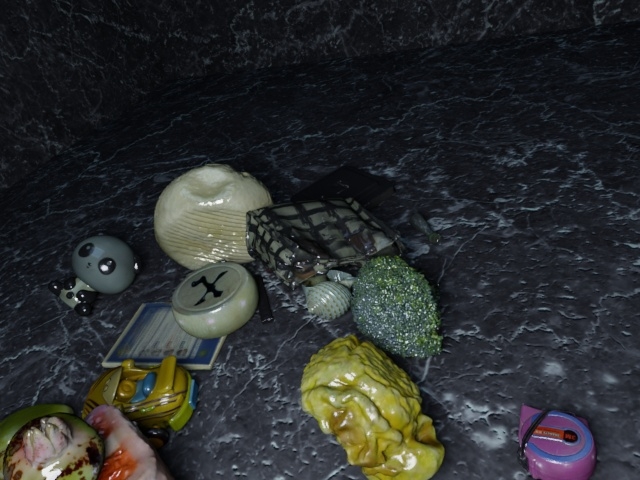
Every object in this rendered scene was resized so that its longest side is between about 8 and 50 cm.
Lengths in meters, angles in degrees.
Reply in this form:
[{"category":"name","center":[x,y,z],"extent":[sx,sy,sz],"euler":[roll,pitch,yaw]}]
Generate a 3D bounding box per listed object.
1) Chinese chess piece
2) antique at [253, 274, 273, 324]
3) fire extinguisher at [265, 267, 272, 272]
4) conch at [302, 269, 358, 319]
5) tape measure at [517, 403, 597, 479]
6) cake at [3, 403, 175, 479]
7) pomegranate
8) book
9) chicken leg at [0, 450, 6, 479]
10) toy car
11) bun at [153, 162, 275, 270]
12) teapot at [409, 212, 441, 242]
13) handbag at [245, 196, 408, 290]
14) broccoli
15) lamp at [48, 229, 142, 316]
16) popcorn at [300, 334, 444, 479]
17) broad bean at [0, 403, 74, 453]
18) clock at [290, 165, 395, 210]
[{"category":"Chinese chess piece","center":[-0.279,0.151,1.257],"extent":[0.237,0.092,0.238],"euler":[-12,34,8]},{"category":"antique","center":[-0.159,0.157,1.293],"extent":[0.031,0.015,0.192],"euler":[-20,35,-4]},{"category":"fire extinguisher","center":[-0.077,0.069,1.355],"extent":[0.158,0.043,0.064],"euler":[-3,-4,17]},{"category":"conch","center":[0.018,0.134,1.176],"extent":[0.135,0.102,0.153],"euler":[30,24,29]},{"category":"tape measure","center":[0.388,0.335,0.785],"extent":[0.118,0.074,0.125],"euler":[1,34,32]},{"category":"cake","center":[-0.389,0.469,0.786],"extent":[0.237,0.230,0.309],"euler":[22,50,39]},{"category":"pomegranate","center":[-0.390,0.312,0.681],"extent":[0.138,0.163,0.125],"euler":[38,71,24]},{"category":"book","center":[-0.389,0.246,1.266],"extent":[0.322,0.018,0.228],"euler":[-4,36,18]},{"category":"chicken leg","center":[-0.584,0.474,0.970],"extent":[0.227,0.103,0.088],"euler":[3,26,20]},{"category":"toy car","center":[-0.402,0.341,1.036],"extent":[0.247,0.142,0.200],"euler":[-16,35,-1]},{"category":"bun","center":[-0.310,-0.076,1.417],"extent":[0.349,0.352,0.227],"euler":[13,41,-24]},{"category":"teapot","center":[0.295,-0.033,1.343],"extent":[0.042,0.043,0.111],"euler":[-24,38,-9]},{"category":"handbag","center":[0.000,0.000,1.229],"extent":[0.325,0.163,0.327],"euler":[-9,24,-22]},{"category":"broccoli","center":[0.172,0.146,1.038],"extent":[0.198,0.226,0.176],"euler":[-57,0,11]},{"category":"lamp","center":[-0.679,0.098,1.451],"extent":[0.197,0.198,0.244],"euler":[21,66,41]},{"category":"popcorn","center":[0.072,0.289,0.845],"extent":[0.174,0.225,0.286],"euler":[-49,38,11]},{"category":"broad bean","center":[-0.650,0.432,1.080],"extent":[0.174,0.082,0.124],"euler":[-15,35,-14]},{"category":"clock","center":[0.068,-0.159,1.596],"extent":[0.273,0.049,0.279],"euler":[-34,39,-22]}]
